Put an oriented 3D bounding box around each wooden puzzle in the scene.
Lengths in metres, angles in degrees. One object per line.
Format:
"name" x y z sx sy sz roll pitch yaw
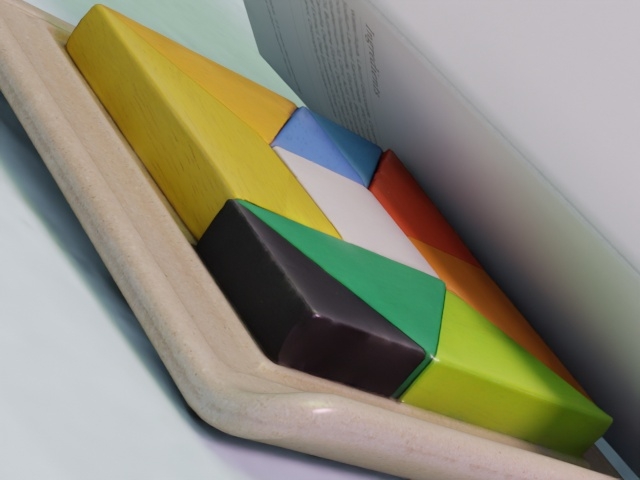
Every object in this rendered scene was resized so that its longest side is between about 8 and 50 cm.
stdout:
"wooden puzzle" 0.000 0.000 0.513 0.221 0.044 0.239 22 19 -47

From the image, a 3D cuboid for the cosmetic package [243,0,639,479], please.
"cosmetic package" 0.130 -0.063 0.602 0.365 0.197 0.155 52 -13 33
